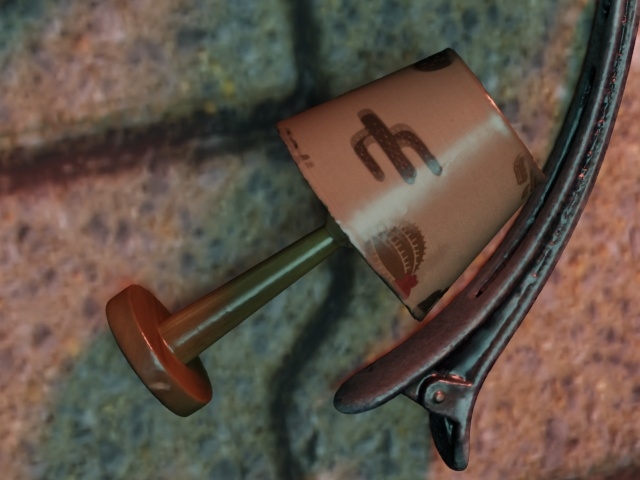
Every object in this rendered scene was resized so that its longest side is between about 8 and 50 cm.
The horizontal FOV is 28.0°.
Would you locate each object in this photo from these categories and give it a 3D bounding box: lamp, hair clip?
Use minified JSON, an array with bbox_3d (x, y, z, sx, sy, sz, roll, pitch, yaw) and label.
[{"bbox_3d":[0.000,0.000,0.629,0.215,0.121,0.121,-34,106,6],"label":"lamp"},{"bbox_3d":[0.109,-0.012,0.691,0.083,0.048,0.275,30,89,-14],"label":"hair clip"}]
